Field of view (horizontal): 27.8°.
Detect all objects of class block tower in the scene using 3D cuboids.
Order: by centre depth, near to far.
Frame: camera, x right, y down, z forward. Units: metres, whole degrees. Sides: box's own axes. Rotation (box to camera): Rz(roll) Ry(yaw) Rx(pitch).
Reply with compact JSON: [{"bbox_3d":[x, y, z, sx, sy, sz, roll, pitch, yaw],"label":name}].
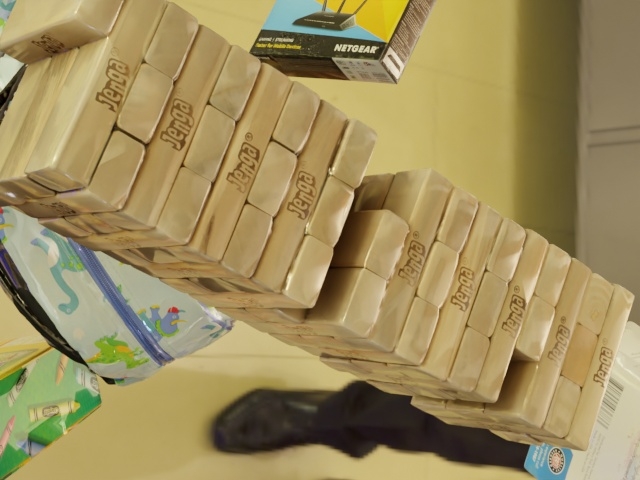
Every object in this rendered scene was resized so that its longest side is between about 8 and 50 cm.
[{"bbox_3d":[0.000,0.000,0.611,0.335,0.091,0.097,31,71,-31],"label":"block tower"}]

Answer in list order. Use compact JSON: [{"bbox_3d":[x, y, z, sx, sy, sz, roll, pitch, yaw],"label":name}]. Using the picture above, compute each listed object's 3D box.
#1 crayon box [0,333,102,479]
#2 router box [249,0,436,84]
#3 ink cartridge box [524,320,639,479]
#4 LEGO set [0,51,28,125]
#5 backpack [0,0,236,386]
[{"bbox_3d":[-0.318,0.152,1.118,0.278,0.165,0.081,-38,117,-77],"label":"crayon box"},{"bbox_3d":[0.027,-0.233,1.355,0.046,0.178,0.133,45,63,-45],"label":"router box"},{"bbox_3d":[0.270,0.177,0.972,0.078,0.231,0.134,-5,120,-35],"label":"ink cartridge box"},{"bbox_3d":[-0.293,-0.030,0.795,0.192,0.331,0.255,37,80,-22],"label":"LEGO set"},{"bbox_3d":[-0.202,-0.052,1.102,0.273,0.290,0.356,-16,79,-5],"label":"backpack"}]
